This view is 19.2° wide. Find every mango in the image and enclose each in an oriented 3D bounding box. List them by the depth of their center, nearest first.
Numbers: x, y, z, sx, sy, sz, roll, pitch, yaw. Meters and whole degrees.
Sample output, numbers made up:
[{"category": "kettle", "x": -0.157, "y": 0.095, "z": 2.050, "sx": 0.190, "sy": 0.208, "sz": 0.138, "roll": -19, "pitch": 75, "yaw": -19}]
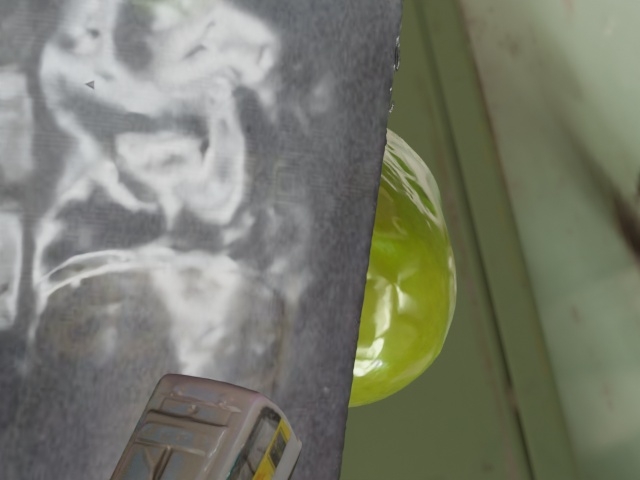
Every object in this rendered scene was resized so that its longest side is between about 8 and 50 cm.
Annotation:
[{"category": "mango", "x": -0.007, "y": -0.004, "z": 1.150, "sx": 0.185, "sy": 0.273, "sz": 0.149, "roll": 36, "pitch": 110, "yaw": -16}]

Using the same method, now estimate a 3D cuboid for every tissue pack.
[{"category": "tissue pack", "x": -0.104, "y": 0.002, "z": 0.887, "sx": 0.124, "sy": 0.394, "sz": 0.288, "roll": 10, "pitch": -177, "yaw": 44}]

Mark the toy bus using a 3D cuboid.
[{"category": "toy bus", "x": -0.064, "y": 0.131, "z": 0.725, "sx": 0.057, "sy": 0.172, "sz": 0.072, "roll": 11, "pitch": 147, "yaw": 23}]
